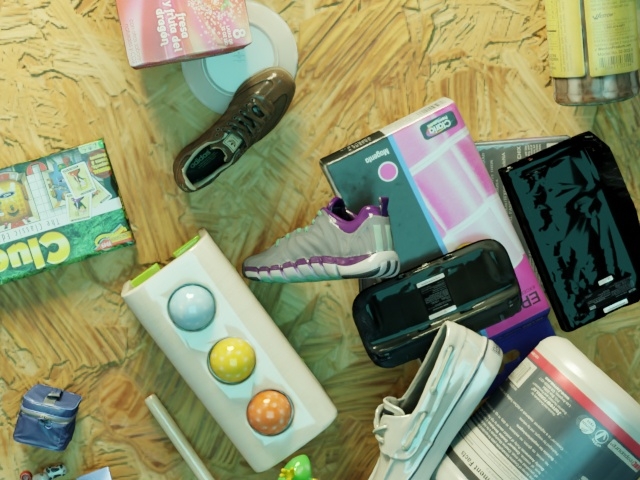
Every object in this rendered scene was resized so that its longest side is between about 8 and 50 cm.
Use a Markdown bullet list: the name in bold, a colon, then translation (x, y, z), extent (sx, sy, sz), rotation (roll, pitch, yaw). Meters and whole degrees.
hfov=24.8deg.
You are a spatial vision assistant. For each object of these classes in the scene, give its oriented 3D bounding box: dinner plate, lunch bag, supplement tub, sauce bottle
- **dinner plate**: translation (-0.097, -0.218, 1.746), extent (0.141, 0.017, 0.141), rotation (-1, 98, -7)
- **lunch bag**: translation (-0.327, 0.209, 1.746), extent (0.067, 0.098, 0.065), rotation (14, 95, -4)
- **supplement tub**: translation (0.251, 0.266, 1.704), extent (0.191, 0.191, 0.272), rotation (42, 93, -11)
- **sauce bottle**: translation (0.318, -0.336, 1.727), extent (0.111, 0.111, 0.344), rotation (-6, 101, -6)

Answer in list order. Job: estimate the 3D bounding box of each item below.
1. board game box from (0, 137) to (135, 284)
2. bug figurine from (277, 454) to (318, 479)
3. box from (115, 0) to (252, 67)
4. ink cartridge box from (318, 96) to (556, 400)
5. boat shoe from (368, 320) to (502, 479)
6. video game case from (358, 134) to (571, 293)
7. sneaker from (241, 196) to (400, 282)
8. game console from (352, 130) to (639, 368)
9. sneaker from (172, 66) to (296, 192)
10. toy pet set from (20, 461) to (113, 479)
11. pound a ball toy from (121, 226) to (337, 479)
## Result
- **board game box**: translation (-0.365, -0.022, 1.740), extent (0.259, 0.030, 0.136), rotation (-17, 103, -4)
- **bug figurine**: translation (-0.020, 0.376, 1.758), extent (0.279, 0.072, 0.216), rotation (27, 92, -32)
- **box**: translation (-0.176, -0.351, 1.639), extent (0.142, 0.154, 0.300), rotation (-12, 96, -5)
- **ink cartridge box**: translation (0.156, 0.028, 1.771), extent (0.175, 0.069, 0.371), rotation (-27, 104, -2)
- **boat shoe**: translation (0.106, 0.216, 1.690), extent (0.088, 0.096, 0.267), rotation (32, 101, -11)
- **video game case**: translation (0.180, -0.024, 1.806), extent (0.274, 0.026, 0.196), rotation (-4, 100, -5)
- **sneaker**: translation (0.000, 0.000, 1.724), extent (0.223, 0.083, 0.098), rotation (-4, 87, 37)
- **game console**: translation (0.207, 0.030, 1.724), extent (0.361, 0.044, 0.213), rotation (-23, 100, -3)
- **sneaker**: translation (-0.097, -0.124, 1.723), extent (0.188, 0.071, 0.066), rotation (-45, 112, 9)
- **toy pet set**: translation (-0.301, 0.332, 1.786), extent (0.114, 0.065, 0.122), rotation (-19, 101, -3)
- **pound a ball toy**: translation (-0.127, 0.175, 1.746), extent (0.208, 0.136, 0.319), rotation (-35, 101, 0)
